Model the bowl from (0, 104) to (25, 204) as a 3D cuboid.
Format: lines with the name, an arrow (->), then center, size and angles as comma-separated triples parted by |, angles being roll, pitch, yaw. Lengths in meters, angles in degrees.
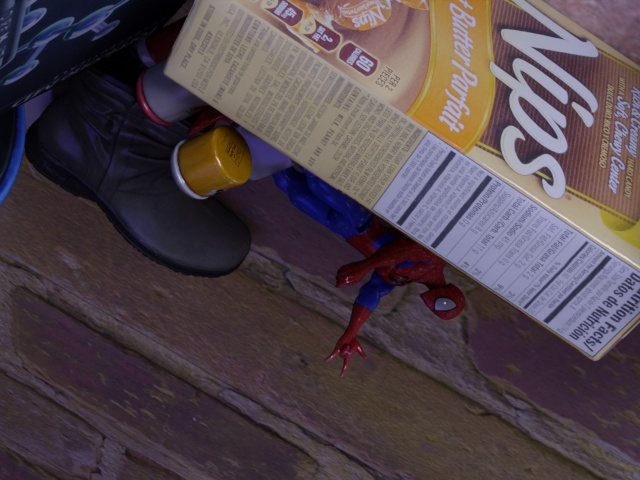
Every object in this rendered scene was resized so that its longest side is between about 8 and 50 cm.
bowl -> -0.376, -0.140, 0.929 | 0.077, 0.391, 0.391 | -33, 113, 29

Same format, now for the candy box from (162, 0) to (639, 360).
candy box -> 0.084, -0.088, 0.813 | 0.316, 0.183, 0.087 | 33, 135, -1

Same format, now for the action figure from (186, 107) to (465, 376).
action figure -> 0.000, 0.000, 1.089 | 0.280, 0.139, 0.091 | 37, 151, -12

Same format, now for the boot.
boot -> -0.138, -0.068, 1.173 | 0.246, 0.083, 0.161 | 34, 138, -18

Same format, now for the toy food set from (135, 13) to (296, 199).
toy food set -> -0.071, -0.102, 0.902 | 0.104, 0.232, 0.111 | -19, 112, 31

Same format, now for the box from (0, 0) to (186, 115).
box -> -0.185, -0.223, 0.729 | 0.212, 0.293, 0.395 | 56, 148, -3

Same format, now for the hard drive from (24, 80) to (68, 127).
hard drive -> -0.318, -0.231, 1.138 | 0.203, 0.040, 0.307 | 27, 149, 9
